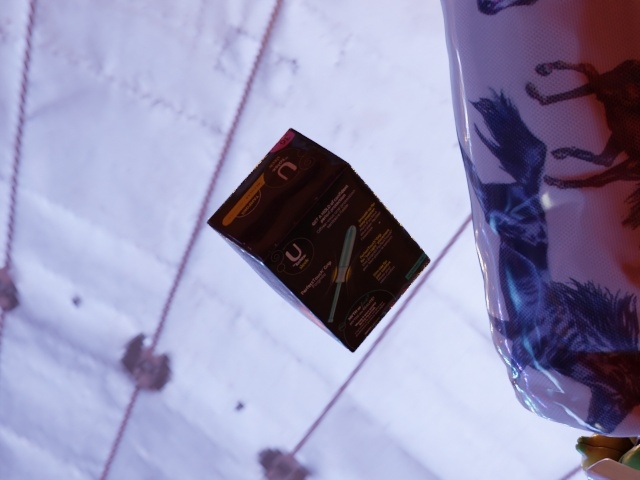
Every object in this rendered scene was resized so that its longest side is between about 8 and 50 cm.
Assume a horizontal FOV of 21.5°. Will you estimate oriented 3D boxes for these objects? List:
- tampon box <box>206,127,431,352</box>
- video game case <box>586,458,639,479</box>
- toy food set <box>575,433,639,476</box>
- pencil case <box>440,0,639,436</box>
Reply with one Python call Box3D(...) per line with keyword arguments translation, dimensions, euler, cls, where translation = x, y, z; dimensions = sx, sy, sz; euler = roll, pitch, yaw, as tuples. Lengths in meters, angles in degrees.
Box3D(translation=(0.000, 0.000, 1.554), dimensions=(0.120, 0.161, 0.101), euler=(-49, -138, -7), cls="tampon box")
Box3D(translation=(0.277, 0.265, 1.136), dimensions=(0.227, 0.026, 0.206), euler=(13, -55, 65), cls="video game case")
Box3D(translation=(0.269, 0.139, 1.333), dimensions=(0.071, 0.128, 0.218), euler=(28, -37, -13), cls="toy food set")
Box3D(translation=(0.162, -0.085, 0.968), dimensions=(0.160, 0.183, 0.410), euler=(1, -71, 43), cls="pencil case")
